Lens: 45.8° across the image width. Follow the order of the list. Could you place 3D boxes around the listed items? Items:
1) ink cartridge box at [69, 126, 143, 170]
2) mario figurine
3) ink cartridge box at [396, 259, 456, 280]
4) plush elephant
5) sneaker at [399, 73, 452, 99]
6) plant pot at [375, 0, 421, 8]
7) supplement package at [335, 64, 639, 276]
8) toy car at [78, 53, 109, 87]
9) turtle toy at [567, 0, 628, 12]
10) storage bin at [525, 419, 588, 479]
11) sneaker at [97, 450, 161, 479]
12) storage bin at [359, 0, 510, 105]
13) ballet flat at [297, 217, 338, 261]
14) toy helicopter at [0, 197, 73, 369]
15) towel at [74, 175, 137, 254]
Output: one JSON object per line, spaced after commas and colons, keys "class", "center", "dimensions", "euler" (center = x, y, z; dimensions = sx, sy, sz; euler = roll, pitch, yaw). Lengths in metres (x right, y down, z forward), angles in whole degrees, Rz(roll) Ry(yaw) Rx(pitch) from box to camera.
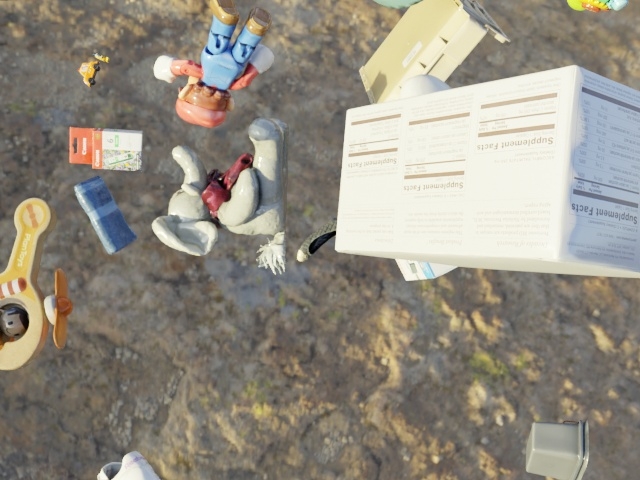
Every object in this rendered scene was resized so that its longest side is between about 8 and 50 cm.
{"class": "ink cartridge box", "center": [-0.346, -0.148, 1.220], "dimensions": [0.115, 0.063, 0.029], "euler": [2, 18, -12]}
{"class": "mario figurine", "center": [-0.232, -0.393, 1.658], "dimensions": [0.198, 0.320, 0.170], "euler": [39, 39, 2]}
{"class": "ink cartridge box", "center": [0.205, 0.004, 1.552], "dimensions": [0.082, 0.190, 0.140], "euler": [-27, 90, -12]}
{"class": "plush elephant", "center": [-0.198, -0.096, 1.530], "dimensions": [0.255, 0.330, 0.272], "euler": [1, 16, 1]}
{"class": "sneaker", "center": [0.187, -0.131, 0.945], "dimensions": [0.105, 0.123, 0.290], "euler": [-10, 54, -18]}
{"class": "plant pot", "center": [0.096, -0.538, 1.179], "dimensions": [0.195, 0.290, 0.290], "euler": [14, 38, -38]}
{"class": "supplement package", "center": [0.175, -0.047, 0.694], "dimensions": [0.204, 0.145, 0.262], "euler": [7, -3, -36]}
{"class": "toy car", "center": [-0.494, -0.370, 1.637], "dimensions": [0.040, 0.060, 0.122], "euler": [19, 18, -10]}
{"class": "turtle toy", "center": [0.349, -0.323, 0.955], "dimensions": [0.095, 0.066, 0.130], "euler": [19, 16, -5]}
{"class": "storage bin", "center": [0.411, 0.361, 1.324], "dimensions": [0.091, 0.135, 0.098], "euler": [6, 54, 11]}
{"class": "sneaker", "center": [-0.397, 0.533, 1.510], "dimensions": [0.114, 0.305, 0.152], "euler": [-7, 54, -50]}
{"class": "storage bin", "center": [0.218, -0.362, 1.508], "dimensions": [0.123, 0.262, 0.260], "euler": [29, 27, -24]}
{"class": "ballet flat", "center": [0.000, 0.000, 2.210], "dimensions": [0.173, 0.057, 0.049], "euler": [-42, 55, -5]}
{"class": "toy helicopter", "center": [-0.600, 0.088, 1.548], "dimensions": [0.235, 0.140, 0.355], "euler": [9, 81, 10]}
{"class": "towel", "center": [-0.332, -0.040, 1.169], "dimensions": [0.029, 0.119, 0.067], "euler": [-23, 9, 18]}
